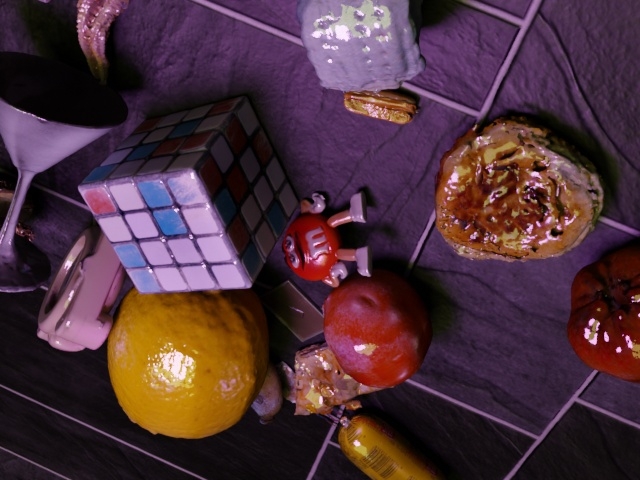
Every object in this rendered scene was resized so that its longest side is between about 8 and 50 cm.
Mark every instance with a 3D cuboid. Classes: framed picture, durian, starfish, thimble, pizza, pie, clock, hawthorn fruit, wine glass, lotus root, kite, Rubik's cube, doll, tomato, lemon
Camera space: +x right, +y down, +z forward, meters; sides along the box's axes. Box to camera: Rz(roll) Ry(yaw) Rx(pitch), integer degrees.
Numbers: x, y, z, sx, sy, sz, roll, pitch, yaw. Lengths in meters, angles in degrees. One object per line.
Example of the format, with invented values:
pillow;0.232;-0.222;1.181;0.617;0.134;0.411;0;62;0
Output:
framed picture;-0.053;0.154;1.706;0.109;0.011;0.149;-31;110;38
durian;-0.709;-0.038;1.720;0.167;0.196;0.196;29;135;-24
starfish;-0.333;-0.424;1.231;0.398;0.132;0.384;-12;158;27
thimble;0.067;-0.337;1.123;0.172;0.205;0.250;1;111;16
pizza;0.018;0.318;1.766;0.297;0.071;0.189;-31;110;39
pie;0.328;-0.068;1.309;0.308;0.085;0.308;11;130;14
clock;-0.491;0.095;1.653;0.114;0.284;0.309;26;156;-24
hawthorn fruit;0.537;0.140;1.316;0.224;0.224;0.261;-21;136;35
wine glass;-0.552;-0.118;1.466;0.267;0.267;0.406;30;117;-1
lotus root;-0.139;0.352;1.846;0.113;0.088;0.192;19;132;42
kite;-0.036;0.371;1.874;0.229;0.016;0.127;32;136;-3
Rubik's cube;-0.229;-0.077;1.430;0.259;0.253;0.256;-6;125;29
doll;0.000;0.000;1.492;0.217;0.085;0.183;-10;86;40
tomato;0.114;0.167;1.509;0.188;0.232;0.232;-28;113;20
lemon;-0.263;0.196;1.617;0.364;0.364;0.364;12;131;14

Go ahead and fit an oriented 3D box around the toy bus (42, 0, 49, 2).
toy bus;-0.553;-0.497;1.322;0.274;0.112;0.090;23;132;5

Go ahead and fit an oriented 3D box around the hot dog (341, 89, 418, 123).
hot dog;0.100;-0.232;1.310;0.133;0.041;0.056;14;132;3

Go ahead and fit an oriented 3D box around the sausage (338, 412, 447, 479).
sausage;0.171;0.518;1.828;0.347;0.123;0.123;43;131;-13
